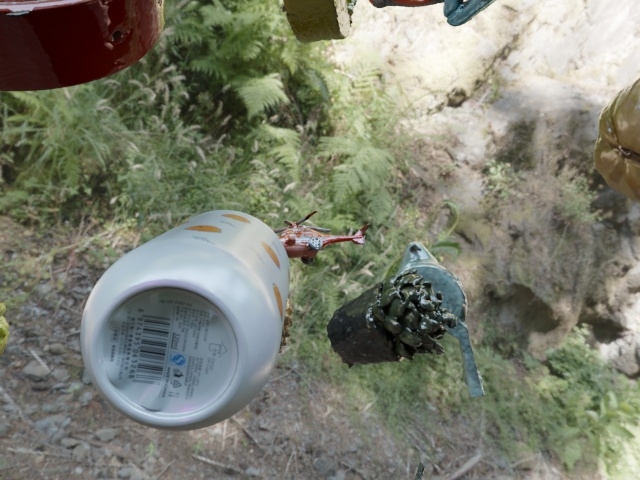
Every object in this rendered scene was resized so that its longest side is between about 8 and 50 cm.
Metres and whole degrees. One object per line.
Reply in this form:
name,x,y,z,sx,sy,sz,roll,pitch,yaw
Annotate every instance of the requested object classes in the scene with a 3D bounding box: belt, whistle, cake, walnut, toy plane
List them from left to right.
belt,-0.325,-0.276,0.448,0.228,0.323,0.115,63,-25,14
cake,-0.006,-0.585,0.993,0.156,0.179,0.260,-1,-22,15
toy plane,-0.004,0.004,0.813,0.194,0.126,0.077,11,55,-38
whistle,0.325,0.199,1.132,0.405,0.188,0.168,47,12,7
walnut,0.771,-0.235,0.907,0.306,0.343,0.306,57,-14,23

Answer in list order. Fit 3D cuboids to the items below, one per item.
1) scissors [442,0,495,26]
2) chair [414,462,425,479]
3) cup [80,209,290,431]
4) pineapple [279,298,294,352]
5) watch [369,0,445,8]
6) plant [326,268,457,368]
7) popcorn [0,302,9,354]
scissors,0.264,-0.346,0.401,0.032,0.392,0.180,-32,92,-40
chair,0.100,0.361,0.446,0.084,0.213,0.102,16,-37,22
cup,-0.149,0.080,0.555,0.212,0.212,0.317,34,6,-7
pineapple,-0.217,0.330,1.326,0.222,0.358,0.223,16,17,-5
watch,0.210,-0.617,0.819,0.241,0.306,0.275,13,43,26
plant,0.079,0.092,0.488,0.095,0.143,0.092,54,35,-6
popcorn,-0.570,0.146,0.643,0.173,0.173,0.142,25,23,-44
